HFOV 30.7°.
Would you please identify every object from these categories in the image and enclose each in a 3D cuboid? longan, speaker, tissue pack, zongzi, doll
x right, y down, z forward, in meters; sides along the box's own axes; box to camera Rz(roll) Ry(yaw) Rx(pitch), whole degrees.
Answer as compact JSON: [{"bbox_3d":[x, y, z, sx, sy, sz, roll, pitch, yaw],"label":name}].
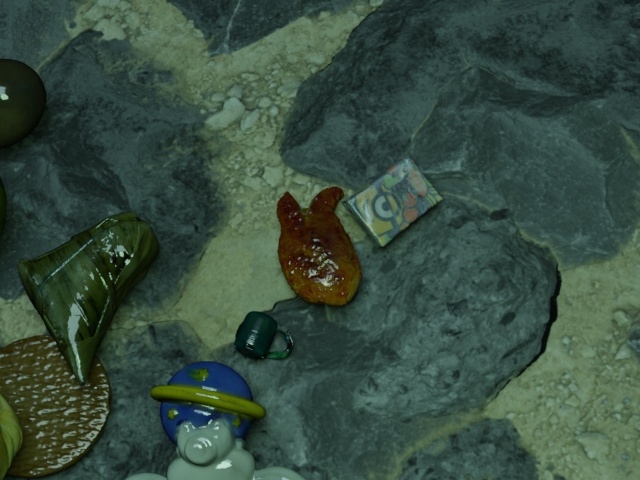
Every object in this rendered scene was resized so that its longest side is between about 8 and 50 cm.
[{"bbox_3d":[-0.618,-0.264,2.237,0.189,0.189,0.189,-3,62,5],"label":"longan"},{"bbox_3d":[-0.097,0.171,2.011,0.094,0.060,0.075,31,65,-17],"label":"speaker"},{"bbox_3d":[0.129,-0.070,2.088,0.148,0.060,0.108,-37,89,-13],"label":"tissue pack"},{"bbox_3d":[-0.365,0.093,2.021,0.251,0.125,0.274,-32,53,-8],"label":"zongzi"},{"bbox_3d":[-0.154,0.322,1.873,0.311,0.159,0.242,13,63,9],"label":"doll"}]

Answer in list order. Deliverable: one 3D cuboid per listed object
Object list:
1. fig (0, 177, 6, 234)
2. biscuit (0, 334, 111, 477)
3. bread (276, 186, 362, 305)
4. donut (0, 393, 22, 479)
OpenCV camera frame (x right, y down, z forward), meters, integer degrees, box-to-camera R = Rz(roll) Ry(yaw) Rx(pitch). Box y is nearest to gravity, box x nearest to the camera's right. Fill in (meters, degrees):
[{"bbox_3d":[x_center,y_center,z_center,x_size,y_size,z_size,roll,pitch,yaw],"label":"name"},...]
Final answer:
[{"bbox_3d":[-0.703,-0.023,2.089,0.233,0.233,0.314,24,77,18],"label":"fig"},{"bbox_3d":[-0.484,0.284,1.999,0.262,0.037,0.262,-3,62,5],"label":"biscuit"},{"bbox_3d":[-0.008,0.004,2.060,0.139,0.095,0.268,-7,57,-6],"label":"bread"},{"bbox_3d":[-0.669,0.341,1.903,0.360,0.170,0.360,-6,68,15],"label":"donut"}]
